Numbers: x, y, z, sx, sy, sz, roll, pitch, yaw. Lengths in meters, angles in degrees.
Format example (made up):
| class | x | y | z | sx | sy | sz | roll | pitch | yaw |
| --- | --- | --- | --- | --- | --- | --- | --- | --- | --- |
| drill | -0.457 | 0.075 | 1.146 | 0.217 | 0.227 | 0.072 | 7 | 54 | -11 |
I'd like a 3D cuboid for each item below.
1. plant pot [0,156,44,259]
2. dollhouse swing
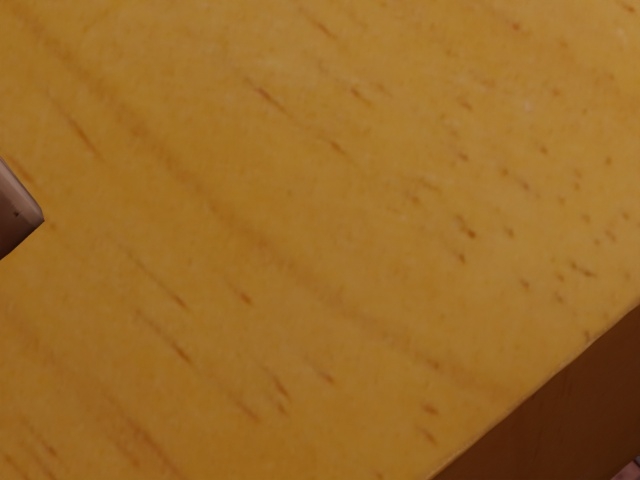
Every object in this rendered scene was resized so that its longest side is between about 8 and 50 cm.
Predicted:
| class | x | y | z | sx | sy | sz | roll | pitch | yaw |
| --- | --- | --- | --- | --- | --- | --- | --- | --- | --- |
| plant pot | -0.168 | -0.063 | 0.368 | 0.237 | 0.110 | 0.237 | 51 | -5 | 6 |
| dollhouse swing | 0.000 | 0.000 | 0.738 | 0.315 | 0.347 | 0.305 | 50 | -4 | 3 |
